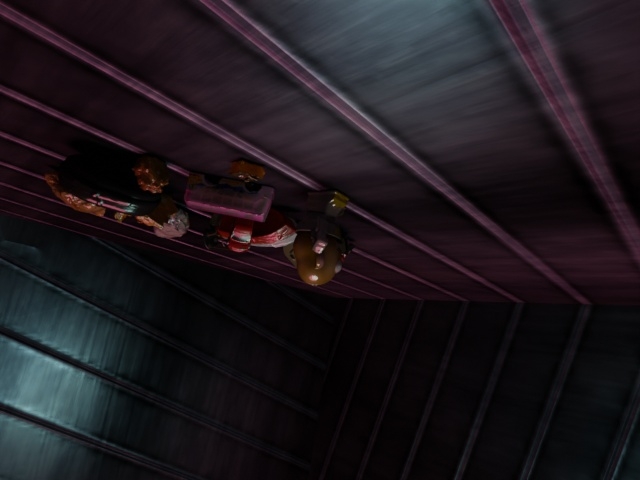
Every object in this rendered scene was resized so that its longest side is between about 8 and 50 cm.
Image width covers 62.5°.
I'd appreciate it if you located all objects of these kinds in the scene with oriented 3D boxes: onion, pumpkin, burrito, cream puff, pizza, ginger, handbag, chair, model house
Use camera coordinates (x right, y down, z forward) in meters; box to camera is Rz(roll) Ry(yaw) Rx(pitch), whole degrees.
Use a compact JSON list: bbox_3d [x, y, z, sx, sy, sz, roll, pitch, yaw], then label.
[{"bbox_3d":[-0.378,-0.066,2.110,0.118,0.119,0.117,19,-165,-37],"label":"onion"},{"bbox_3d":[-0.209,-0.192,1.495,0.083,0.054,0.074,11,174,-31],"label":"pumpkin"},{"bbox_3d":[-0.635,-0.075,2.274,0.138,0.101,0.445,19,166,-20],"label":"burrito"},{"bbox_3d":[-0.515,-0.200,1.594,0.094,0.122,0.116,-5,123,27],"label":"cream puff"},{"bbox_3d":[-0.605,-0.109,1.850,0.182,0.074,0.365,36,-166,-6],"label":"pizza"},{"bbox_3d":[-0.897,-0.159,1.955,0.236,0.166,0.375,6,166,-28],"label":"ginger"},{"bbox_3d":[-0.647,-0.167,1.632,0.307,0.093,0.254,18,-162,-33],"label":"handbag"},{"bbox_3d":[-0.474,0.002,2.516,0.221,0.095,0.104,2,154,37],"label":"chair"},{"bbox_3d":[0.017,0.015,2.163,0.205,0.218,0.278,-46,173,30],"label":"model house"}]

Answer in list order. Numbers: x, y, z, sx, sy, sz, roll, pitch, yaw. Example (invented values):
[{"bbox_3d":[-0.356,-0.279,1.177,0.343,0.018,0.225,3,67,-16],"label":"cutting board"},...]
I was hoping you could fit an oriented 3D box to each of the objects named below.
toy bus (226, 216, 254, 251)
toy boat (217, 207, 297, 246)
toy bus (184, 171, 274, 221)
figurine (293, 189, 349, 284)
[{"bbox_3d":[-0.265,-0.059,1.815,0.081,0.195,0.089,13,165,-14],"label":"toy bus"},{"bbox_3d":[-0.216,-0.042,1.967,0.331,0.145,0.133,5,158,31],"label":"toy boat"},{"bbox_3d":[-0.290,-0.139,1.686,0.273,0.112,0.090,11,160,-3],"label":"toy bus"},{"bbox_3d":[-0.001,0.000,1.669,0.166,0.285,0.342,7,166,20],"label":"figurine"}]
